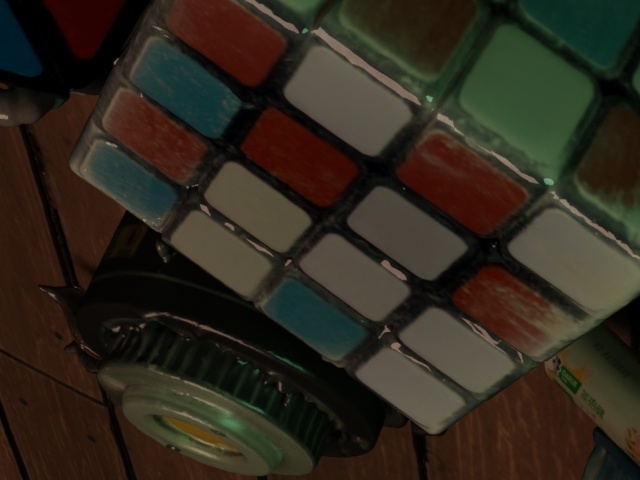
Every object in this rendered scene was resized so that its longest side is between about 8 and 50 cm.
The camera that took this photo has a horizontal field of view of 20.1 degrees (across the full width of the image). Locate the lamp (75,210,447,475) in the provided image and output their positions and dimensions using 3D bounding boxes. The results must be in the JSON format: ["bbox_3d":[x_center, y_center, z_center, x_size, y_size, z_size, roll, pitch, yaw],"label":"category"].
[{"bbox_3d":[-0.032,0.005,1.140,0.205,0.272,0.374,-1,129,46],"label":"lamp"}]

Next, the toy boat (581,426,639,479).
[{"bbox_3d":[0.212,0.238,1.304,0.102,0.088,0.215,19,116,60],"label":"toy boat"}]

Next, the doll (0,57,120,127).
[{"bbox_3d":[-0.259,-0.167,1.309,0.258,0.153,0.195,-2,117,26],"label":"doll"}]

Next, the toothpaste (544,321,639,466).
[{"bbox_3d":[0.217,0.128,1.102,0.314,0.058,0.056,48,117,46],"label":"toothpaste"}]

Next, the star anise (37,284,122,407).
[{"bbox_3d":[-0.163,0.093,1.593,0.180,0.061,0.204,48,152,-20],"label":"star anise"}]

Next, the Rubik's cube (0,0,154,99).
[{"bbox_3d":[-0.185,-0.254,0.885,0.248,0.250,0.246,11,135,-31],"label":"Rubik's cube"}]

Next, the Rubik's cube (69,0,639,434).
[{"bbox_3d":[0.062,-0.098,0.904,0.253,0.259,0.256,37,151,-4],"label":"Rubik's cube"}]
